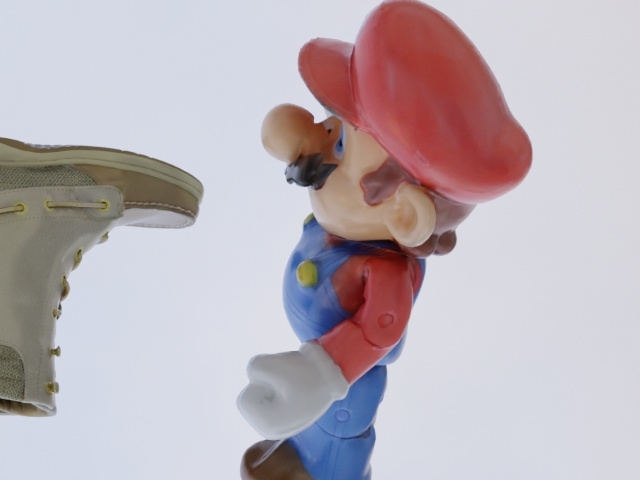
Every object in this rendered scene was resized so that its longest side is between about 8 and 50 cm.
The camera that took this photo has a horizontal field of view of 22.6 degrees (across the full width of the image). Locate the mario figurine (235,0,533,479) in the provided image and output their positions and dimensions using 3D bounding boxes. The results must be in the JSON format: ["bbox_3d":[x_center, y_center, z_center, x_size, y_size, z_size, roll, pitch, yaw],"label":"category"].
[{"bbox_3d":[0.000,0.000,0.949,0.170,0.321,0.198,-7,-142,-33],"label":"mario figurine"}]

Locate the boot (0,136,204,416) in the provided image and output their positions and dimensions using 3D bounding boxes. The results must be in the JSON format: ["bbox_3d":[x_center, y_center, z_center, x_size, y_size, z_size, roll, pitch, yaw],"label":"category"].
[{"bbox_3d":[-0.164,0.026,0.973,0.213,0.077,0.165,5,-107,-36],"label":"boot"}]
